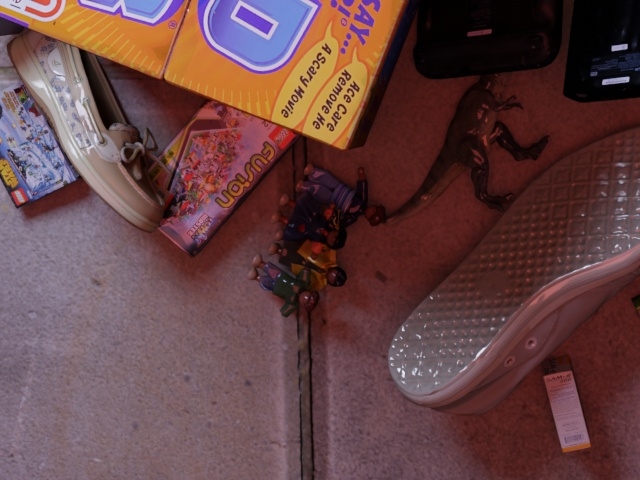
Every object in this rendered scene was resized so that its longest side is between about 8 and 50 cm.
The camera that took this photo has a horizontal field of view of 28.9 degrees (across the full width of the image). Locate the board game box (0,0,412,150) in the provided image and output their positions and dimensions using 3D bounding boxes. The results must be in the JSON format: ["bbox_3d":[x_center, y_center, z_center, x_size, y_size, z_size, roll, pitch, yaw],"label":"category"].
[{"bbox_3d":[-0.064,-0.320,1.256,0.356,0.356,0.357,21,96,2],"label":"board game box"}]

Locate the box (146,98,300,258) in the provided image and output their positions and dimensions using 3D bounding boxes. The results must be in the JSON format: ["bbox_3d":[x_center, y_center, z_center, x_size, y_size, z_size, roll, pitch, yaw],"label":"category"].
[{"bbox_3d":[-0.127,-0.092,1.493,0.114,0.036,0.207,41,103,-2],"label":"box"}]

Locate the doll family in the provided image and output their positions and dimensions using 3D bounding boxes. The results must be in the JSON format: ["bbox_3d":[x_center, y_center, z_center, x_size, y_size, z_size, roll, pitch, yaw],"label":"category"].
[{"bbox_3d":[0.000,0.000,1.475,0.111,0.076,0.193,29,109,20],"label":"doll family"}]

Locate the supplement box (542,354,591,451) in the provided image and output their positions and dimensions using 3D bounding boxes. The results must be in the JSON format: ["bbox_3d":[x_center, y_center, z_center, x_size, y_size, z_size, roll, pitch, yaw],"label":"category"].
[{"bbox_3d":[0.293,0.195,1.486,0.036,0.062,0.098,-14,99,11],"label":"supplement box"}]

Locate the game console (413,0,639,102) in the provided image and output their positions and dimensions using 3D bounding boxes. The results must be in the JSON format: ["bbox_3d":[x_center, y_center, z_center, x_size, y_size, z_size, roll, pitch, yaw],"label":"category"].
[{"bbox_3d":[0.238,-0.249,1.310,0.361,0.044,0.213,1,80,47],"label":"game console"}]

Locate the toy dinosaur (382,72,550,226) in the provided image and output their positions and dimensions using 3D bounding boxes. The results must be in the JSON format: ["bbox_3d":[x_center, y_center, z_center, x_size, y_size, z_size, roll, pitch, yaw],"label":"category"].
[{"bbox_3d":[0.187,-0.103,1.443,0.118,0.064,0.268,32,108,5],"label":"toy dinosaur"}]

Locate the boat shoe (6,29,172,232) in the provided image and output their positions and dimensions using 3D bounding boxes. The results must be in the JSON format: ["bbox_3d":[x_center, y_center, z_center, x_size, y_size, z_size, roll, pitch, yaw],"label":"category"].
[{"bbox_3d":[-0.258,-0.140,1.449,0.089,0.104,0.285,-35,84,6],"label":"boat shoe"}]

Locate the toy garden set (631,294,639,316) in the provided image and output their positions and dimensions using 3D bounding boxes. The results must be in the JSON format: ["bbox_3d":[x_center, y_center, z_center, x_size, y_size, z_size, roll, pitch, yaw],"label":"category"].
[{"bbox_3d":[0.481,0.079,1.445,0.203,0.049,0.244,-26,97,12],"label":"toy garden set"}]

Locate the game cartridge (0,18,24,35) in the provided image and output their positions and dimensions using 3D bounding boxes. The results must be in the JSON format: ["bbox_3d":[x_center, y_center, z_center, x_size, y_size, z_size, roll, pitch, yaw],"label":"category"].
[{"bbox_3d":[-0.300,-0.357,1.379,0.060,0.196,0.294,35,103,-6],"label":"game cartridge"}]

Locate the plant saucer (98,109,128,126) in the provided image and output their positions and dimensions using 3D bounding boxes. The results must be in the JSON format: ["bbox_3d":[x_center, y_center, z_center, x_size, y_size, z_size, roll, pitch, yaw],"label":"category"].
[{"bbox_3d":[-0.272,-0.123,1.517,0.083,0.013,0.084,1,101,6],"label":"plant saucer"}]

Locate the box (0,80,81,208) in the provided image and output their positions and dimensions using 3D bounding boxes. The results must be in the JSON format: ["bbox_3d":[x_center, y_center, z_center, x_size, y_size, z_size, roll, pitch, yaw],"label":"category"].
[{"bbox_3d":[-0.360,-0.118,1.516,0.094,0.027,0.137,-23,98,19],"label":"box"}]

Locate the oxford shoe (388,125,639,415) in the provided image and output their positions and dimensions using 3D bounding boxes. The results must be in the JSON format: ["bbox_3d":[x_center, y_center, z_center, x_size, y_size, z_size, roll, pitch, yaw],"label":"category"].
[{"bbox_3d":[0.272,0.037,1.432,0.449,0.169,0.130,-43,138,6],"label":"oxford shoe"}]
